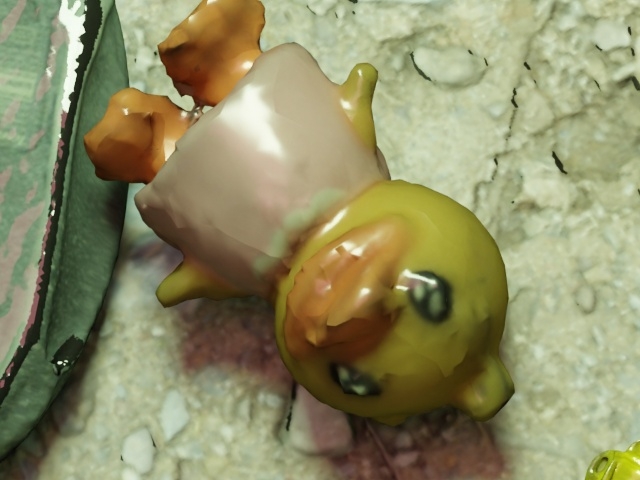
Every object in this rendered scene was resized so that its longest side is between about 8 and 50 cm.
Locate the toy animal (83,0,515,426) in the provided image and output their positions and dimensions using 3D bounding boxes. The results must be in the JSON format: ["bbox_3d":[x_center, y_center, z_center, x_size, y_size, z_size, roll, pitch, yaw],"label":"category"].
[{"bbox_3d":[0.003,0.002,1.139,0.281,0.169,0.195,47,106,22],"label":"toy animal"}]

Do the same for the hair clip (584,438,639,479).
[{"bbox_3d":[0.157,0.191,1.098,0.072,0.046,0.173,28,77,15],"label":"hair clip"}]

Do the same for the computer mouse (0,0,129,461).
[{"bbox_3d":[-0.223,-0.014,1.209,0.203,0.114,0.373,14,78,12],"label":"computer mouse"}]
